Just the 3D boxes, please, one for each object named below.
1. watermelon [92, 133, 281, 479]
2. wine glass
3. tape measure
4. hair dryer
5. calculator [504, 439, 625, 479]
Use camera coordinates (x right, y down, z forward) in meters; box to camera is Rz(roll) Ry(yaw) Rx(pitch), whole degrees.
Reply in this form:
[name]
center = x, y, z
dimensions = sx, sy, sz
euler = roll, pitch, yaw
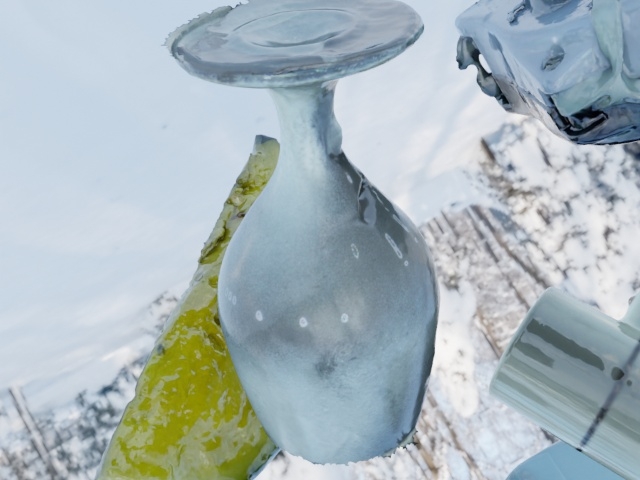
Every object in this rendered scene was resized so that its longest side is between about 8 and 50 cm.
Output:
[watermelon]
center = -0.067, 0.071, 0.548
dimensions = 0.123, 0.129, 0.301
euler = -7, -135, 33
[wine glass]
center = 0.000, 0.000, 0.417
dimensions = 0.126, 0.241, 0.126
euler = -4, -147, 3
[tape measure]
center = 0.186, -0.136, 0.456
dimensions = 0.181, 0.107, 0.182
euler = -37, -158, 5
[hair dryer]
center = 0.342, 0.052, 0.773
dimensions = 0.362, 0.203, 0.128
euler = -53, 156, -15
[calculator]
center = 0.392, 0.246, 0.879
dimensions = 0.386, 0.054, 0.256
euler = -22, -175, 4
